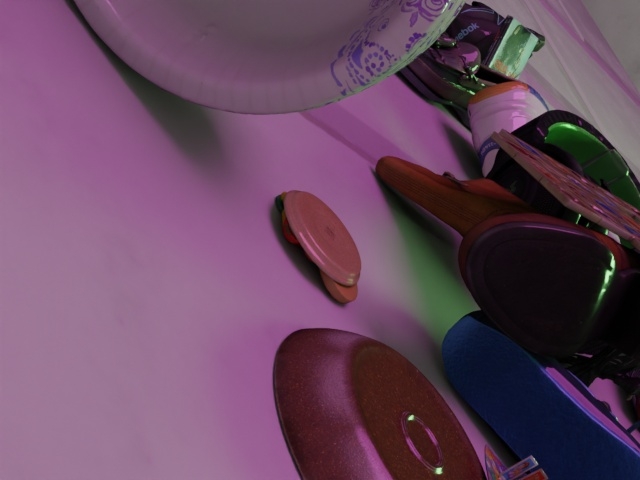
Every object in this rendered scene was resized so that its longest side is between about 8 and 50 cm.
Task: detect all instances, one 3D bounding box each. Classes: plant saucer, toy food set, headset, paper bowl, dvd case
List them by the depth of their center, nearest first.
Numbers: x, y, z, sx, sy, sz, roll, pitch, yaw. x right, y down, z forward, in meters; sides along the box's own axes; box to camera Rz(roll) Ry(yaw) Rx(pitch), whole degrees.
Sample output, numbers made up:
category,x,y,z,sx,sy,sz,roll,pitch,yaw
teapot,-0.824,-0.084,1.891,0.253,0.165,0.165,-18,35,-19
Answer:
category,x,y,z,sx,sy,sz,roll,pitch,yaw
plant saucer,0.050,0.130,0.739,0.198,0.036,0.199,43,23,-24
paper bowl,-0.025,-0.230,0.788,0.284,0.284,0.148,53,20,-3
toy food set,0.000,0.000,0.854,0.083,0.020,0.083,42,23,-27
headset,0.274,0.012,1.189,0.243,0.185,0.394,48,38,-15
dvd case,0.240,-0.228,1.601,0.013,0.119,0.087,31,6,34

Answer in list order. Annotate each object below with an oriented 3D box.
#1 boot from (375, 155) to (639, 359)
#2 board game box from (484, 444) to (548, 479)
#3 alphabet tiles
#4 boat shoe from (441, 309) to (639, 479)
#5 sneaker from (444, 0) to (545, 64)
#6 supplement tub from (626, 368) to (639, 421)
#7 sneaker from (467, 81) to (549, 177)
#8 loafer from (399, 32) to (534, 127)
category,x,y,z,sx,sy,sz,roll,pitch,yaw
boot,0.139,-0.017,0.980,0.264,0.096,0.280,7,23,-39
board game box,0.159,0.207,0.804,0.169,0.033,0.133,50,20,-47
alphabet tiles,0.248,-0.017,1.013,0.237,0.009,0.198,24,19,-35
boat shoe,0.203,0.150,0.936,0.258,0.109,0.089,56,22,-1
sneaker,0.242,-0.291,1.719,0.106,0.101,0.267,54,20,8
supplement tub,0.393,0.138,1.362,0.106,0.106,0.198,47,22,-18
sneaker,0.264,-0.060,1.436,0.296,0.111,0.131,33,47,-41
loafer,0.165,-0.205,1.435,0.267,0.084,0.096,28,33,-50
